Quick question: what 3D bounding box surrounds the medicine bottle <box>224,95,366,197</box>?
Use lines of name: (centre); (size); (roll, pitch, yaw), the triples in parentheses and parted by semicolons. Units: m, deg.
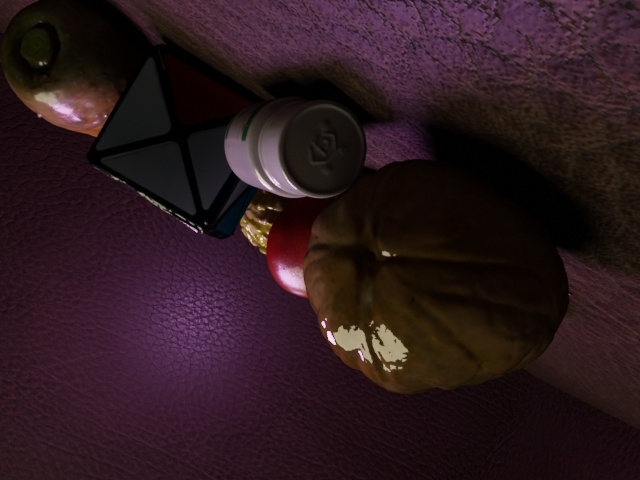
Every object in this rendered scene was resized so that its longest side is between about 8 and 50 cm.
medicine bottle: (-0.042, -0.128, 0.701); (0.139, 0.139, 0.237); (34, 176, -24)

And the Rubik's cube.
Rubik's cube: (-0.230, -0.167, 0.949); (0.250, 0.248, 0.246); (31, 177, 0)

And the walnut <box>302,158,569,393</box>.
walnut: (0.132, 0.049, 0.606); (0.313, 0.277, 0.252); (26, -139, -55)

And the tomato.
tomato: (0.000, 0.000, 1.237); (0.299, 0.299, 0.226); (27, 150, 58)

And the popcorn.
popcorn: (-0.110, -0.080, 1.451); (0.259, 0.259, 0.212); (32, 163, 3)

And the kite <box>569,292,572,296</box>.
kite: (0.358, 0.066, 0.907); (0.232, 0.009, 0.189); (35, 175, -41)

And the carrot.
carrot: (-0.437, -0.314, 1.000); (0.224, 0.224, 0.341); (32, -176, 10)

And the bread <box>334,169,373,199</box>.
bread: (0.104, -0.059, 0.901); (0.160, 0.073, 0.160); (32, 176, 3)
